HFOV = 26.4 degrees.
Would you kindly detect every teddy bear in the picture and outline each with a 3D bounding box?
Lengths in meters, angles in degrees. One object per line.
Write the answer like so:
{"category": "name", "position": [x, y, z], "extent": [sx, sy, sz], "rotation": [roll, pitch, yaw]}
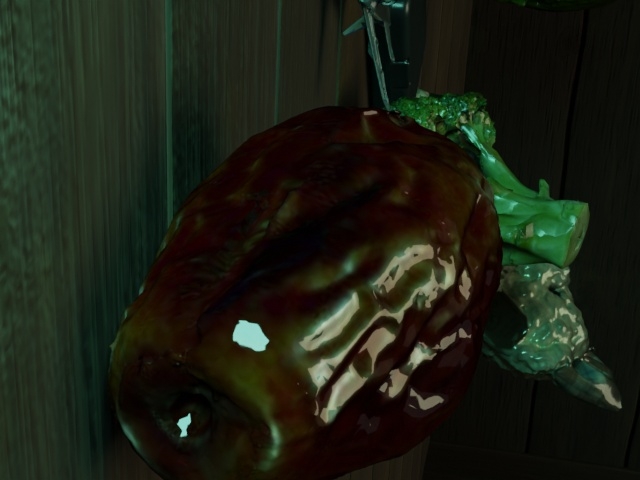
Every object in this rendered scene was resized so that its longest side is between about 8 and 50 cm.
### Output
{"category": "teddy bear", "position": [0.246, 0.008, 1.802], "extent": [0.327, 0.362, 0.376], "rotation": [3, 96, -82]}

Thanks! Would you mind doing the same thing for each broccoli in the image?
{"category": "broccoli", "position": [0.148, -0.038, 1.420], "extent": [0.254, 0.269, 0.269], "rotation": [56, 41, -58]}

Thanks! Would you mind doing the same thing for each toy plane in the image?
{"category": "toy plane", "position": [0.038, -0.234, 1.222], "extent": [0.226, 0.058, 0.226], "rotation": [68, 14, -73]}

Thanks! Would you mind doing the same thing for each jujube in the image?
{"category": "jujube", "position": [-0.003, 0.030, 0.767], "extent": [0.290, 0.197, 0.197], "rotation": [-43, 142, -54]}

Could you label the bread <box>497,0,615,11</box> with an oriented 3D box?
{"category": "bread", "position": [0.281, -0.461, 1.576], "extent": [0.382, 0.366, 0.129], "rotation": [-45, 179, 14]}

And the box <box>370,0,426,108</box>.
{"category": "box", "position": [0.091, -0.253, 1.581], "extent": [0.230, 0.050, 0.160], "rotation": [84, 15, -58]}
